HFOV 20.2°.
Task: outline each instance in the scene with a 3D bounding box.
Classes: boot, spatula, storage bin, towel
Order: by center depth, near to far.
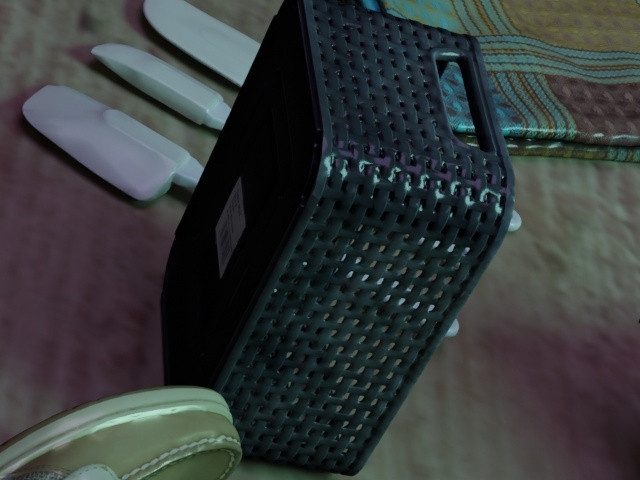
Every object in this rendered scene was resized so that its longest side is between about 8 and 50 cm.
[{"bbox_3d":[-0.080,0.149,0.632,0.213,0.077,0.165,-22,59,-38],"label":"boot"},{"bbox_3d":[0.000,0.000,0.760,0.084,0.180,0.122,13,41,-20],"label":"storage bin"},{"bbox_3d":[-0.018,-0.039,0.928,0.242,0.019,0.168,32,33,3],"label":"spatula"},{"bbox_3d":[0.111,-0.189,1.152,0.271,0.040,0.370,1,46,-29],"label":"towel"}]

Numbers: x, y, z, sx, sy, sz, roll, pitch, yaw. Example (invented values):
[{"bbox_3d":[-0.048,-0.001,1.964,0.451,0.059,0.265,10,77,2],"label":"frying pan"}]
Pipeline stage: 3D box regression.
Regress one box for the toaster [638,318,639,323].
[{"bbox_3d":[0.268,0.093,0.827,0.146,0.129,0.227,8,12,-47],"label":"toaster"}]
